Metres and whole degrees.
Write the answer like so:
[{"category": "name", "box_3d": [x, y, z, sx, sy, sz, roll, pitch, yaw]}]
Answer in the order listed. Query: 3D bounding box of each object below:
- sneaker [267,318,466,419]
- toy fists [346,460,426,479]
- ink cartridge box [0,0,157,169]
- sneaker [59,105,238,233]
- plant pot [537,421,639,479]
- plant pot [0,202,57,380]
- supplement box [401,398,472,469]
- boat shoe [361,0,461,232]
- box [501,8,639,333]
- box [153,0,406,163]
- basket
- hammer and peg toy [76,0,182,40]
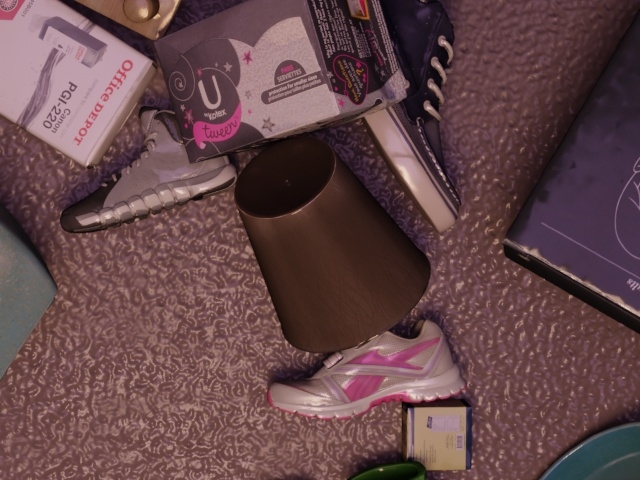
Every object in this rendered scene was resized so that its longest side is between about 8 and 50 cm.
[{"category": "sneaker", "box_3d": [0.053, 0.159, 1.570, 0.252, 0.103, 0.111, -10, 89, -10]}, {"category": "toy fists", "box_3d": [0.025, 0.371, 1.560, 0.279, 0.096, 0.142, -13, 102, 4]}, {"category": "ink cartridge box", "box_3d": [-0.332, -0.209, 1.525, 0.218, 0.092, 0.158, 32, 90, -7]}, {"category": "sneaker", "box_3d": [-0.227, -0.096, 1.549, 0.228, 0.086, 0.132, -18, 89, -13]}, {"category": "plant pot", "box_3d": [0.416, 0.408, 1.533, 0.271, 0.271, 0.255, -43, 110, -1]}, {"category": "plant pot", "box_3d": [-0.456, 0.042, 1.458, 0.252, 0.247, 0.248, 33, 90, -21]}, {"category": "supplement box", "box_3d": [0.149, 0.249, 1.595, 0.083, 0.056, 0.083, 0, 92, -4]}, {"category": "boat shoe", "box_3d": [0.120, -0.189, 1.536, 0.158, 0.127, 0.340, -31, 91, 1]}, {"category": "box", "box_3d": [0.444, -0.084, 1.494, 0.293, 0.212, 0.395, 31, 89, 11]}, {"category": "box", "box_3d": [-0.051, -0.199, 1.457, 0.247, 0.142, 0.163, -14, 94, 41]}, {"category": "basket", "box_3d": [0.000, 0.000, 1.472, 0.204, 0.154, 0.227, -28, 132, 4]}, {"category": "hammer and peg toy", "box_3d": [-0.220, -0.448, 1.468, 0.266, 0.127, 0.361, 28, 105, -5]}]
